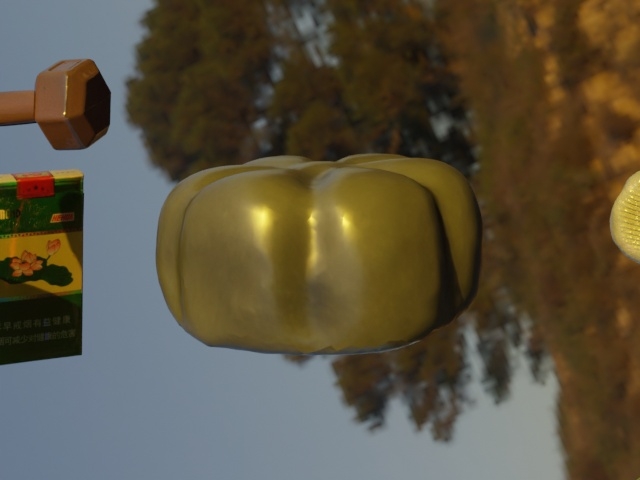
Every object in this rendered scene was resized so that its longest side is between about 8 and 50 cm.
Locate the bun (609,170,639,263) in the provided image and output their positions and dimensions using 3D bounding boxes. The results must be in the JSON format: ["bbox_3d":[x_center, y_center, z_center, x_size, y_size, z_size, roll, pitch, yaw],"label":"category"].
[{"bbox_3d":[0.375,-0.028,1.800,0.115,0.115,0.069,65,-164,-5],"label":"bun"}]

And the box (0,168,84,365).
[{"bbox_3d":[-0.350,0.033,1.954,0.034,0.132,0.235,-143,51,-58],"label":"box"}]

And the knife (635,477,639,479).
[{"bbox_3d":[0.345,0.192,1.496,0.026,0.184,0.022,58,162,6],"label":"knife"}]

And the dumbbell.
[{"bbox_3d":[-0.323,-0.131,1.630,0.092,0.231,0.082,-48,-47,-60],"label":"dumbbell"}]

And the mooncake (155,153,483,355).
[{"bbox_3d":[0.000,0.000,1.308,0.275,0.275,0.135,-54,-37,-76],"label":"mooncake"}]
